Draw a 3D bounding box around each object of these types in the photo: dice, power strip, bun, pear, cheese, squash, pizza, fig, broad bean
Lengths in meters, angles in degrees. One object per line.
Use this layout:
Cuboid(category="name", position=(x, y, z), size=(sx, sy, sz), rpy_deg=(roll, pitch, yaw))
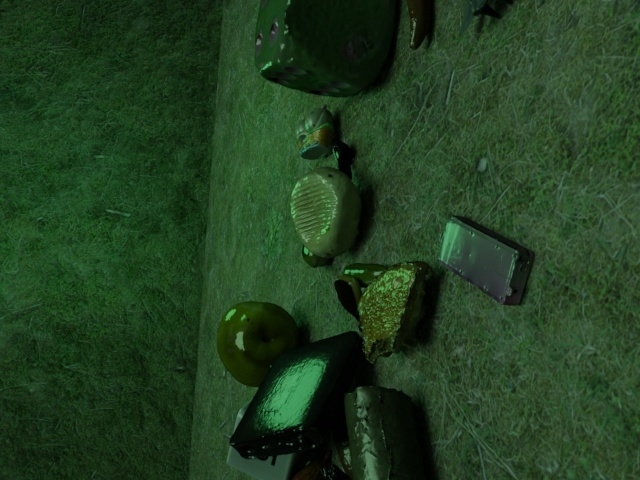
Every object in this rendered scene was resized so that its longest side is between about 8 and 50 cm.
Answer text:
Cuboid(category="dice", position=(0.006, -0.588, 1.954), size=(0.322, 0.318, 0.330), rpy_deg=(-173, 90, -69))
Cuboid(category="power strip", position=(0.316, 0.033, 1.384), size=(0.279, 0.038, 0.109), rpy_deg=(-138, 58, -64))
Cuboid(category="bun", position=(0.025, -0.082, 1.974), size=(0.259, 0.160, 0.259), rpy_deg=(11, 105, 46))
Cuboid(category="pear", position=(-0.200, 0.332, 2.274), size=(0.294, 0.294, 0.294), rpy_deg=(-173, 90, -68))
Cuboid(category="cheese", position=(0.089, 0.169, 1.834), size=(0.086, 0.036, 0.162), rpy_deg=(8, 121, 54))
Cuboid(category="squash", position=(0.123, 0.089, 1.818), size=(0.201, 0.066, 0.066), rpy_deg=(-7, 77, 61))
Cuboid(category="pizza", position=(0.174, 0.170, 1.632), size=(0.323, 0.089, 0.223), rpy_deg=(138, 140, -61))
Cuboid(category="fig", position=(-0.028, 0.659, 1.953), size=(0.119, 0.119, 0.153), rpy_deg=(-168, 84, -68))
Cuboid(category="broad bean", position=(0.000, 0.000, 2.133), size=(0.124, 0.082, 0.174), rpy_deg=(23, 96, 65))

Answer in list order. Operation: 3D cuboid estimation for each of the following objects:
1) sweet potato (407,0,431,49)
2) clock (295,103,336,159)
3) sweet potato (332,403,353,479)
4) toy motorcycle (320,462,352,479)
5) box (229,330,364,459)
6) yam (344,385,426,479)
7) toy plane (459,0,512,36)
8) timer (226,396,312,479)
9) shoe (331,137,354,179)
Cuboid(category="sweet potato", position=(0.240, -0.586, 1.728), size=(0.078, 0.058, 0.255), rpy_deg=(95, 176, -64))
Cuboid(category="clock", position=(-0.017, -0.339, 2.228), size=(0.231, 0.103, 0.144), rpy_deg=(157, 119, -63))
Cuboid(category="sweet potato", position=(0.094, 0.502, 1.726), size=(0.085, 0.112, 0.285), rpy_deg=(72, 178, -48))
Cuboid(category="toy motorcycle", position=(0.060, 0.620, 1.721), size=(0.173, 0.058, 0.100), rpy_deg=(53, 144, 1))
Cuboid(category="box", position=(-0.057, 0.401, 1.840), size=(0.359, 0.091, 0.350), rpy_deg=(-23, 26, 41))
Cuboid(category="yam", position=(0.141, 0.475, 1.525), size=(0.168, 0.168, 0.304), rpy_deg=(128, 141, -52))
Cuboid(category="toy plane", position=(0.326, -0.582, 1.466), size=(0.212, 0.088, 0.267), rpy_deg=(132, 139, -54))
Cuboid(category="timer", position=(-0.132, 0.569, 2.036), size=(0.192, 0.195, 0.194), rpy_deg=(-30, -42, -65))
Cuboid(category="shoe", position=(0.074, -0.243, 2.038), size=(0.053, 0.062, 0.159), rpy_deg=(-42, 44, 40))
